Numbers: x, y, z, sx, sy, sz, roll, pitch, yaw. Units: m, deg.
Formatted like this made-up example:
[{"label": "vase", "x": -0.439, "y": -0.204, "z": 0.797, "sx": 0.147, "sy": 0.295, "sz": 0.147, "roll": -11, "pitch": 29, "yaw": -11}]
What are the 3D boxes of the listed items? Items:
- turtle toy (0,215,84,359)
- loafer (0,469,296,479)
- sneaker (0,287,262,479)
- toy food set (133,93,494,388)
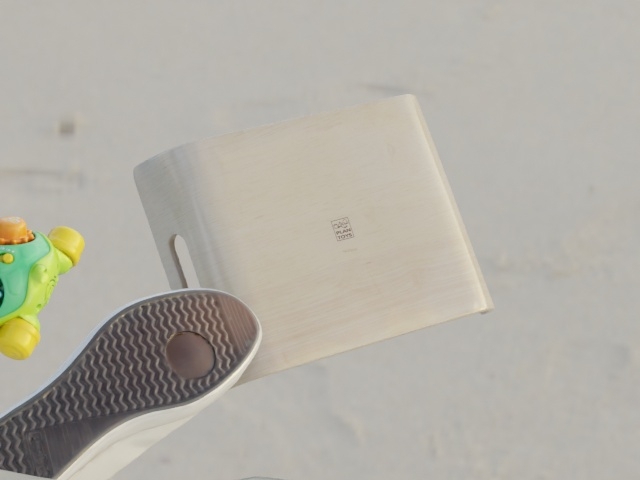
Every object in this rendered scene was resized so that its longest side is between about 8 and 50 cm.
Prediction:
[{"label": "turtle toy", "x": -0.212, "y": 0.029, "z": 1.217, "sx": 0.066, "sy": 0.130, "sz": 0.095, "roll": 39, "pitch": 55, "yaw": -26}, {"label": "loafer", "x": -0.042, "y": 0.117, "z": 0.478, "sx": 0.320, "sy": 0.111, "sz": 0.112, "roll": 7, "pitch": 6, "yaw": -3}, {"label": "sneaker", "x": -0.180, "y": 0.138, "z": 1.593, "sx": 0.290, "sy": 0.123, "sz": 0.106, "roll": -31, "pitch": 76, "yaw": -28}, {"label": "toy food set", "x": 0.000, "y": 0.000, "z": 1.788, "sx": 0.306, "sy": 0.092, "sz": 0.219, "roll": -15, "pitch": 82, "yaw": -30}]
